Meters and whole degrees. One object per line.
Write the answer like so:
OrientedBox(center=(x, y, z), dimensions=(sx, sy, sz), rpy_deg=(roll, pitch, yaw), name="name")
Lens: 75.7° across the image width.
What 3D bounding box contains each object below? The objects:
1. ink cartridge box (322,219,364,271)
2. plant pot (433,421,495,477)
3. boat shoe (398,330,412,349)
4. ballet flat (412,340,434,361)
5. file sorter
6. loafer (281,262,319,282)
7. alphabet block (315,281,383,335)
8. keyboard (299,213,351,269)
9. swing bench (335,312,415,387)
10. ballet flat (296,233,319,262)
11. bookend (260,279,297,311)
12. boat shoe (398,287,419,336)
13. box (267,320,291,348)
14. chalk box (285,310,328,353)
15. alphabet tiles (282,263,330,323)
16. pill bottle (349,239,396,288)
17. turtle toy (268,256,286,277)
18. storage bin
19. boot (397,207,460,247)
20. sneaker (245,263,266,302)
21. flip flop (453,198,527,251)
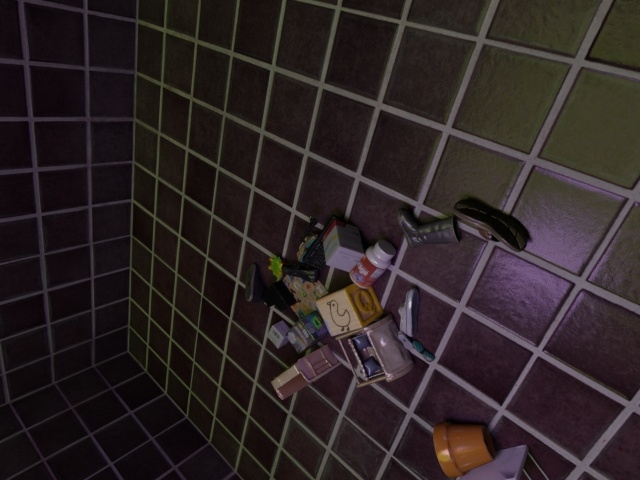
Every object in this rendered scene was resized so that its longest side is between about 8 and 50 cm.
OrientedBox(center=(0.098, 0.024, 1.810), dimensions=(0.127, 0.128, 0.176), rpy_deg=(-54, 28, 35), name="ink cartridge box")
OrientedBox(center=(0.587, 0.831, 1.663), dimensions=(0.188, 0.205, 0.205), rpy_deg=(-25, 86, 26), name="plant pot")
OrientedBox(center=(0.369, 0.433, 1.792), dimensions=(0.035, 0.035, 0.100), rpy_deg=(-33, 110, 22), name="boat shoe")
OrientedBox(center=(0.438, 0.483, 1.776), dimensions=(0.114, 0.041, 0.041), rpy_deg=(42, 125, 24), name="ballet flat")
OrientedBox(center=(0.707, 0.950, 1.590), dimensions=(0.278, 0.193, 0.173), rpy_deg=(-42, 79, 39), name="file sorter")
OrientedBox(center=(-0.102, 0.150, 2.091), dimensions=(0.223, 0.076, 0.078), rpy_deg=(14, 106, 31), name="loafer")
OrientedBox(center=(0.132, 0.301, 1.873), dimensions=(0.197, 0.193, 0.192), rpy_deg=(-30, 85, 41), name="alphabet block")
OrientedBox(center=(0.000, 0.000, 1.940), dimensions=(0.202, 0.033, 0.317), rpy_deg=(30, 125, -7), name="keyboard")
OrientedBox(center=(0.247, 0.496, 1.854), dimensions=(0.255, 0.165, 0.253), rpy_deg=(-30, 83, 41), name="swing bench")
OrientedBox(center=(-0.065, 0.022, 2.040), dimensions=(0.206, 0.073, 0.067), rpy_deg=(-53, 54, 33), name="ballet flat")
OrientedBox(center=(-0.229, 0.324, 2.247), dimensions=(0.157, 0.072, 0.156), rpy_deg=(52, 130, 15), name="bookend")
OrientedBox(center=(0.367, 0.304, 1.750), dimensions=(0.076, 0.083, 0.226), rpy_deg=(12, 111, 36), name="boat shoe")
OrientedBox(center=(-0.225, 0.525, 2.306), dimensions=(0.101, 0.087, 0.102), rpy_deg=(43, 127, 22), name="box")
OrientedBox(center=(-0.054, 0.457, 2.102), dimensions=(0.132, 0.132, 0.213), rpy_deg=(52, 128, 17), name="chalk box")
OrientedBox(center=(-0.069, 0.301, 2.161), dimensions=(0.342, 0.011, 0.285), rpy_deg=(50, 128, 17), name="alphabet tiles")
OrientedBox(center=(0.227, 0.099, 1.781), dimensions=(0.121, 0.121, 0.216), rpy_deg=(48, 128, 19), name="pill bottle")
OrientedBox(center=(-0.225, 0.144, 2.207), dimensions=(0.095, 0.066, 0.130), rpy_deg=(26, 118, 32), name="turtle toy")
OrientedBox(center=(-0.080, 0.678, 2.119), dimensions=(0.262, 0.260, 0.123), rpy_deg=(-45, 69, 39), name="storage bin")
OrientedBox(center=(0.420, -0.061, 1.605), dimensions=(0.209, 0.076, 0.189), rpy_deg=(-13, 108, 48), name="boot")
OrientedBox(center=(-0.362, 0.248, 2.353), dimensions=(0.083, 0.118, 0.221), rpy_deg=(-19, 61, 45), name="sneaker")
OrientedBox(center=(0.594, -0.048, 1.454), dimensions=(0.277, 0.112, 0.080), rpy_deg=(34, 148, 25), name="flip flop")
